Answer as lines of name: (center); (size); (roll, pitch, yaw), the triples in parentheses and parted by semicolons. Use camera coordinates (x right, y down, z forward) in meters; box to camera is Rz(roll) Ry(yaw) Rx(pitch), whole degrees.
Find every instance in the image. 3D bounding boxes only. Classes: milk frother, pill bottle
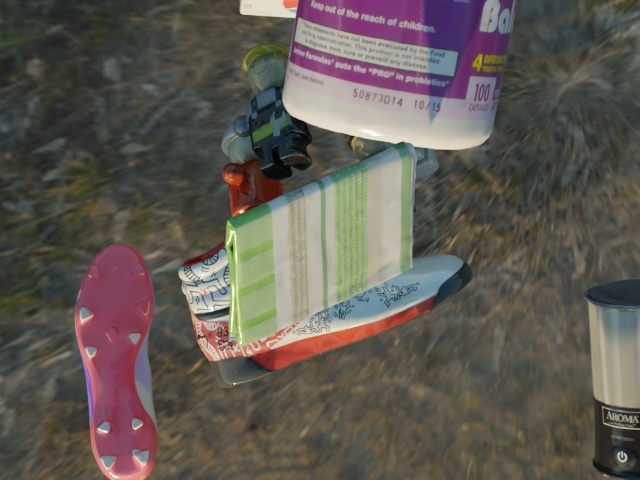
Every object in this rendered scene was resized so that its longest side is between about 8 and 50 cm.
milk frother: (0.269, 0.095, 1.291); (0.129, 0.143, 0.134); (1, 103, 22)
pill bottle: (0.075, -0.231, 1.317); (0.169, 0.169, 0.301); (11, 102, 7)

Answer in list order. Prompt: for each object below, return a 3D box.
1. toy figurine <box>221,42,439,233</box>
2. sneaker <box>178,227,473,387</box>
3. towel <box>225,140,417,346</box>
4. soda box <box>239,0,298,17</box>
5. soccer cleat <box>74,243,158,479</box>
toy figurine: (0.009, -0.099, 1.742); (0.213, 0.209, 0.148); (-2, 60, -10)
sneaker: (-0.001, 0.028, 1.661); (0.270, 0.090, 0.145); (-22, 97, 5)
towel: (0.000, 0.000, 1.198); (0.152, 0.023, 0.113); (-23, 133, -27)
soda box: (0.021, -0.283, 1.883); (0.216, 0.074, 0.069); (4, 68, -5)
soccer cleat: (-0.209, 0.130, 1.808); (0.083, 0.095, 0.248); (-5, 80, -6)
